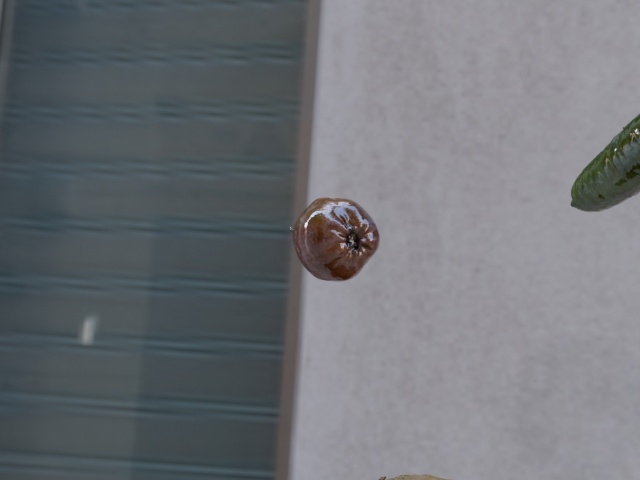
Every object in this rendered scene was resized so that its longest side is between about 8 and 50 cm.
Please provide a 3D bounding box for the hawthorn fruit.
[{"bbox_3d":[0.000,0.000,1.121,0.067,0.066,0.103,11,-9,-31],"label":"hawthorn fruit"}]

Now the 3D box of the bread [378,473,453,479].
[{"bbox_3d":[0.099,0.371,1.209,0.215,0.398,0.398,20,-8,14],"label":"bread"}]

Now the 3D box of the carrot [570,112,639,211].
[{"bbox_3d":[0.329,-0.110,1.263,0.074,0.074,0.358,9,-29,-25],"label":"carrot"}]
